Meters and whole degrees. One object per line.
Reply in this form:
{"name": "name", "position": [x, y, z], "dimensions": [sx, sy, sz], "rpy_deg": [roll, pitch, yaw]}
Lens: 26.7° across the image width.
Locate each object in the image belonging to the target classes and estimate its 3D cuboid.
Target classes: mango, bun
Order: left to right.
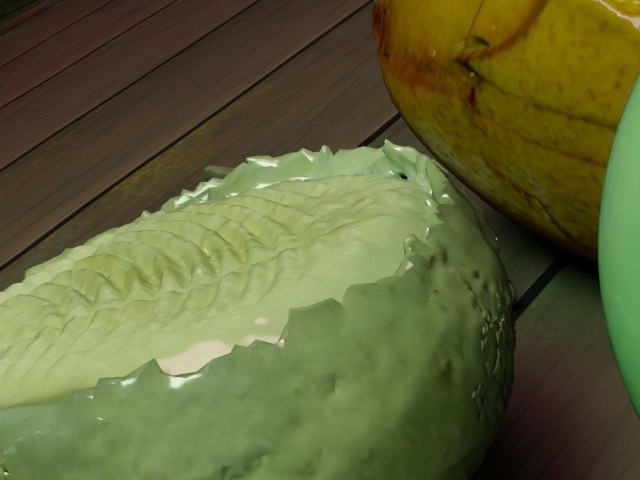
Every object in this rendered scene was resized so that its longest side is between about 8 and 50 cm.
{"name": "bun", "position": [-0.032, 0.069, 0.545], "dimensions": [0.259, 0.152, 0.259], "rpy_deg": [-18, 16, 5]}
{"name": "mango", "position": [0.156, -0.091, 0.656], "dimensions": [0.201, 0.199, 0.350], "rpy_deg": [-49, 33, 1]}

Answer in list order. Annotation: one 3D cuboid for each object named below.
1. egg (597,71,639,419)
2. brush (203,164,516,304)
{"name": "egg", "position": [0.202, -0.012, 0.383], "dimensions": [0.220, 0.220, 0.269], "rpy_deg": [1, 32, 49]}
{"name": "brush", "position": [0.000, 0.000, 0.821], "dimensions": [0.050, 0.060, 0.321], "rpy_deg": [-42, 25, -16]}
